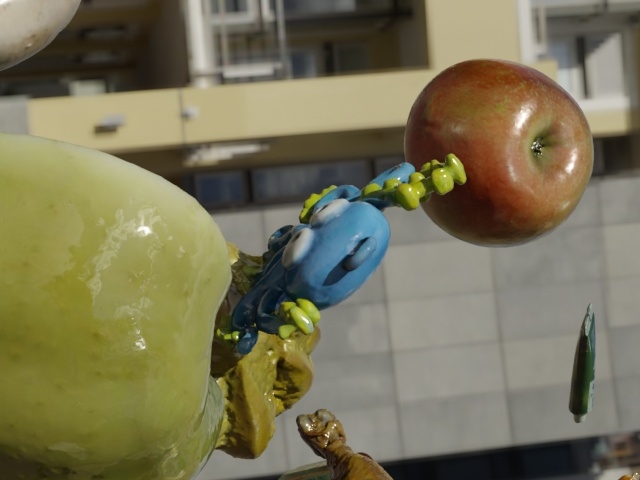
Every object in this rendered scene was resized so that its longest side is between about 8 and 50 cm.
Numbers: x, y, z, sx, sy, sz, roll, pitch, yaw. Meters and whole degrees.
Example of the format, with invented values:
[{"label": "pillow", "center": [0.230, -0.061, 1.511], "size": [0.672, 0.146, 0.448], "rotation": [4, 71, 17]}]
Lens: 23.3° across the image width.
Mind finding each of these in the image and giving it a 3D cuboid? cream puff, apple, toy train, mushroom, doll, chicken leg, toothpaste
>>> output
[{"label": "cream puff", "center": [-0.115, 0.157, 2.123], "size": [0.270, 0.274, 0.323], "rotation": [43, -33, 52]}, {"label": "apple", "center": [-0.260, 0.081, 1.335], "size": [0.311, 0.360, 0.320], "rotation": [43, 58, -82]}, {"label": "toy train", "center": [0.018, 0.364, 2.226], "size": [0.188, 0.072, 0.099], "rotation": [-22, -92, 44]}, {"label": "mushroom", "center": [-0.469, -0.379, 2.056], "size": [0.292, 0.292, 0.290], "rotation": [-108, -171, -50]}, {"label": "doll", "center": [0.000, 0.000, 1.875], "size": [0.099, 0.346, 0.341], "rotation": [53, -16, -17]}, {"label": "apple", "center": [0.300, -0.146, 2.567], "size": [0.277, 0.319, 0.319], "rotation": [-7, -92, 46]}, {"label": "chicken leg", "center": [0.035, 0.270, 1.777], "size": [0.251, 0.087, 0.107], "rotation": [-127, -161, -55]}, {"label": "toothpaste", "center": [0.335, 0.164, 1.974], "size": [0.204, 0.031, 0.049], "rotation": [85, 19, -44]}]

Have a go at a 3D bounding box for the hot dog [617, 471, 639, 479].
[{"label": "hot dog", "center": [0.293, 0.358, 1.750], "size": [0.236, 0.062, 0.092], "rotation": [-53, 175, -8]}]
